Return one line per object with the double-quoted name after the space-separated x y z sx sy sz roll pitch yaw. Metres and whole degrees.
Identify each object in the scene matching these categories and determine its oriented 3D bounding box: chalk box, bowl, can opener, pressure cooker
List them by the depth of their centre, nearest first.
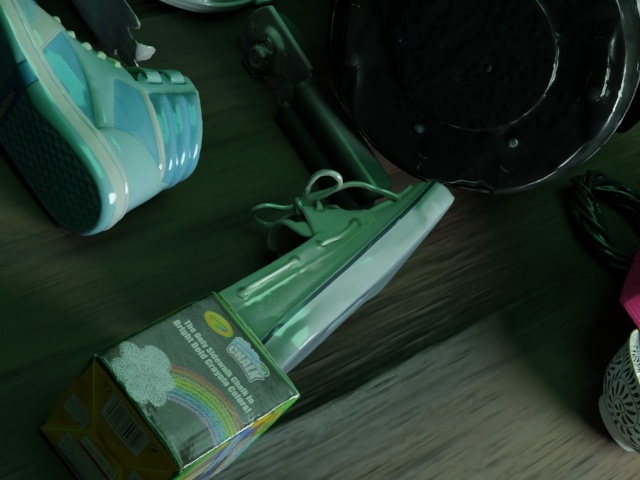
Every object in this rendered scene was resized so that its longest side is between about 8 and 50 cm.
-0.123 0.147 1.378 0.132 0.132 0.213 51 41 11 "chalk box"
0.377 0.196 1.747 0.170 0.080 0.170 39 31 -29 "bowl"
0.002 -0.160 1.778 0.095 0.076 0.283 -18 69 -44 "can opener"
0.221 -0.283 1.816 0.420 0.375 0.370 -49 135 -63 "pressure cooker"

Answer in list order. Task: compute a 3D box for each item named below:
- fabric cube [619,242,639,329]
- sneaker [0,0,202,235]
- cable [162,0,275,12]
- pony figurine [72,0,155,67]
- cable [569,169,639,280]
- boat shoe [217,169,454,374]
0.551 0.062 1.808 0.254 0.258 0.259 52 27 -5 "fabric cube"
-0.246 -0.168 1.559 0.208 0.127 0.319 -26 83 -45 "sneaker"
-0.165 -0.389 1.831 0.257 0.089 0.257 50 42 8 "cable"
-0.261 -0.403 1.619 0.363 0.303 0.351 -39 64 -12 "pony figurine"
0.395 -0.018 1.990 0.184 0.047 0.151 38 46 -12 "cable"
-0.004 0.005 1.604 0.156 0.136 0.367 44 51 7 "boat shoe"
